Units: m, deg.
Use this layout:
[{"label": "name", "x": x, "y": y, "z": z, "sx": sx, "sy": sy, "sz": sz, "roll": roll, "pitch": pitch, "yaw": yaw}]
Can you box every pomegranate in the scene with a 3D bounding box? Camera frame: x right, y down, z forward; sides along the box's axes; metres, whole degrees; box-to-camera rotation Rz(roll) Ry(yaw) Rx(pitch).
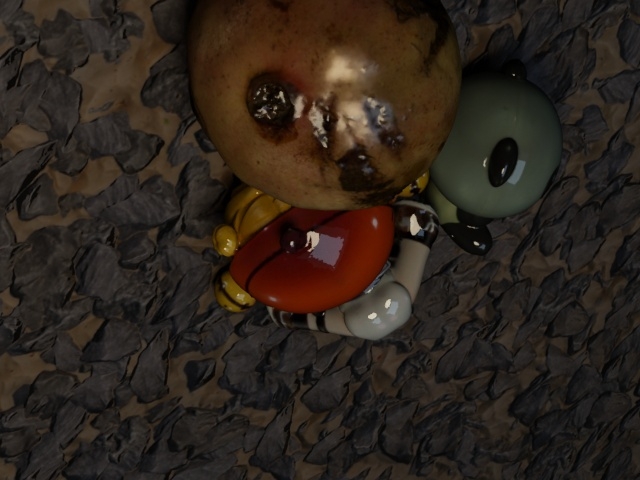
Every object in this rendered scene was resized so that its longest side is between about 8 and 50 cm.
[{"label": "pomegranate", "x": 0.003, "y": -0.187, "z": 2.027, "sx": 0.322, "sy": 0.322, "sz": 0.322, "roll": -20, "pitch": 135, "yaw": -22}]

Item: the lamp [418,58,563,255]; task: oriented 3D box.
[{"label": "lamp", "x": 0.214, "y": -0.105, "z": 2.352, "sx": 0.198, "sy": 0.197, "sz": 0.244, "roll": -19, "pitch": 152, "yaw": -23}]

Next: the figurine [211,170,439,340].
[{"label": "figurine", "x": 0.003, "y": 0.004, "z": 2.272, "sx": 0.320, "sy": 0.196, "sz": 0.323, "roll": -36, "pitch": 144, "yaw": 10}]
